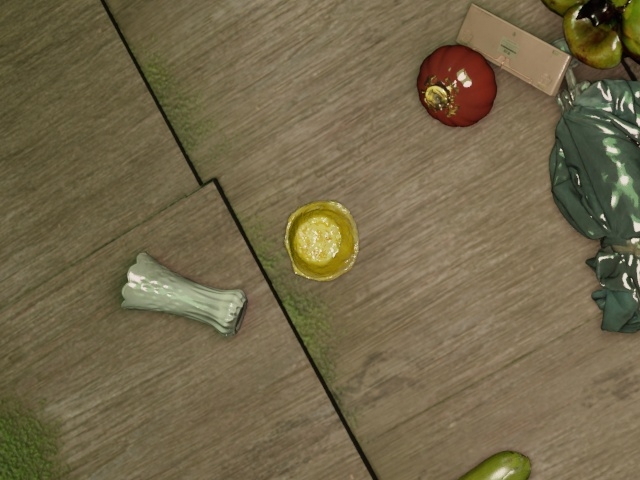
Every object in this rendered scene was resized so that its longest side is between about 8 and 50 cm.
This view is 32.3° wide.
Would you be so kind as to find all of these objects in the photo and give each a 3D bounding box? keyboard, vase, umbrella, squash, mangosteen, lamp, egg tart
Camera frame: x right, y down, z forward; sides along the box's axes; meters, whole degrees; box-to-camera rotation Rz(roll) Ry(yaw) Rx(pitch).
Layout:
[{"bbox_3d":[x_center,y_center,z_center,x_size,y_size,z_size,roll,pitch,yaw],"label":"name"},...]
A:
[{"bbox_3d":[0.225,-0.224,1.299,0.166,0.017,0.055,40,117,40],"label":"keyboard"},{"bbox_3d":[-0.167,0.072,1.393,0.149,0.081,0.081,17,92,10],"label":"vase"},{"bbox_3d":[0.335,-0.069,1.271,0.143,0.094,0.348,-22,81,18],"label":"umbrella"},{"bbox_3d":[0.171,0.307,1.318,0.183,0.052,0.052,-35,80,13],"label":"squash"},{"bbox_3d":[0.365,-0.281,1.205,0.243,0.243,0.243,-1,87,13],"label":"mangosteen"},{"bbox_3d":[0.163,-0.184,1.320,0.101,0.090,0.101,25,130,33],"label":"lamp"},{"bbox_3d":[0.000,0.000,1.375,0.105,0.039,0.105,0,88,11],"label":"egg tart"}]
